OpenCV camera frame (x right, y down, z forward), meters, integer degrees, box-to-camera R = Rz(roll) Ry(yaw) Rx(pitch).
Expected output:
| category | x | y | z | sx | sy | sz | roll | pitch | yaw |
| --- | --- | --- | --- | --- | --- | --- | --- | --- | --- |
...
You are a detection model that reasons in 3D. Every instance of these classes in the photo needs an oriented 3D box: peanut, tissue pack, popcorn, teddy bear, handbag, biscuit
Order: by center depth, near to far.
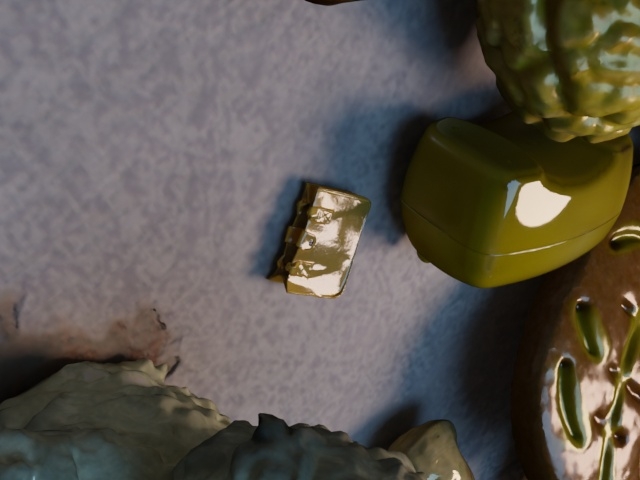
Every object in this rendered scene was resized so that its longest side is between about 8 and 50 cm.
| category | x | y | z | sx | sy | sz | roll | pitch | yaw |
| --- | --- | --- | --- | --- | --- | --- | --- | --- | --- |
| teddy bear | -0.092 | 0.224 | 0.447 | 0.375 | 0.362 | 0.327 | -44 | 132 | -15 |
| popcorn | 0.197 | -0.187 | 0.616 | 0.200 | 0.203 | 0.226 | -39 | 91 | 14 |
| handbag | 0.000 | 0.000 | 0.637 | 0.061 | 0.027 | 0.083 | 8 | 104 | -42 |
| tissue pack | 0.155 | -0.033 | 0.679 | 0.178 | 0.123 | 0.127 | -17 | 129 | -33 |
| peanut | 0.094 | 0.289 | 0.814 | 0.117 | 0.101 | 0.263 | -21 | 126 | -54 |
| biscuit | 0.343 | 0.115 | 0.859 | 0.350 | 0.070 | 0.394 | 41 | 66 | -30 |

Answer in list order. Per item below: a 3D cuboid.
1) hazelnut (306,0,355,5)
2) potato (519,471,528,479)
| category | x | y | z | sx | sy | sz | roll | pitch | yaw |
| --- | --- | --- | --- | --- | --- | --- | --- | --- | --- |
| hazelnut | 0.033 | -0.233 | 0.434 | 0.210 | 0.186 | 0.210 | -20 | 139 | -19 |
| potato | 0.321 | 0.243 | 0.960 | 0.235 | 0.128 | 0.161 | -31 | 134 | -30 |
